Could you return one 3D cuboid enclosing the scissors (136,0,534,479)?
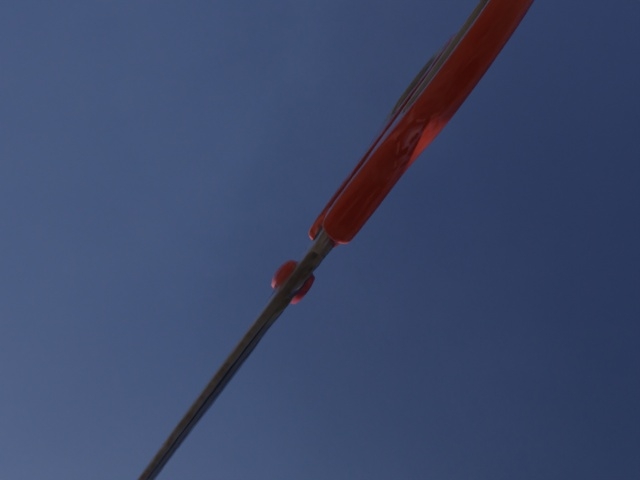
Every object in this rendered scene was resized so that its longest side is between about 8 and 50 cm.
[{"bbox_3d":[0.000,0.000,0.364,0.021,0.109,0.297,39,-111,-6],"label":"scissors"}]
